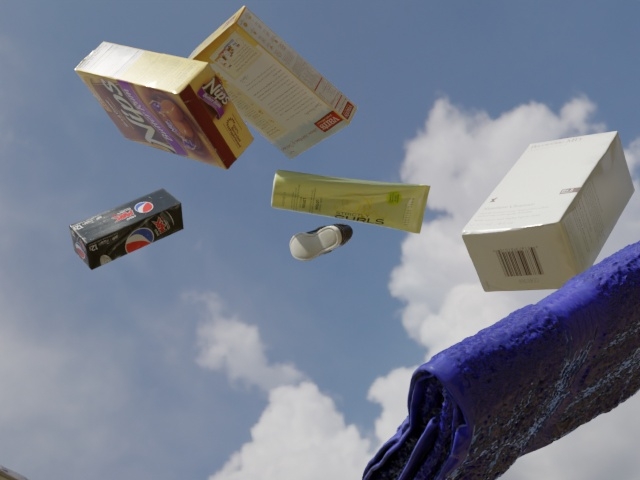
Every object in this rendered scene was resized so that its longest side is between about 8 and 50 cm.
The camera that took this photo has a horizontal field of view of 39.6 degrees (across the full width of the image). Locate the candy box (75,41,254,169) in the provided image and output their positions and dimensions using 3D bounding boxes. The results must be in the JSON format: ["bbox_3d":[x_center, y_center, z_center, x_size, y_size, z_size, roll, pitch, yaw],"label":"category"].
[{"bbox_3d":[-0.169,-0.146,0.952,0.053,0.186,0.109,-50,-45,-20],"label":"candy box"}]

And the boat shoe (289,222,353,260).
[{"bbox_3d":[0.000,0.000,1.355,0.038,0.046,0.125,-17,-5,-40],"label":"boat shoe"}]

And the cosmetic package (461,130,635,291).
[{"bbox_3d":[0.474,-0.063,1.818,0.217,0.385,0.156,-6,-61,38],"label":"cosmetic package"}]

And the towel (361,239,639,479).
[{"bbox_3d":[0.186,0.110,0.711,0.308,0.076,0.228,-25,-27,-27],"label":"towel"}]

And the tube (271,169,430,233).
[{"bbox_3d":[0.045,-0.064,1.380,0.240,0.062,0.070,8,-12,-1],"label":"tube"}]

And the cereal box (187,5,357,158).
[{"bbox_3d":[-0.081,-0.243,1.414,0.240,0.047,0.173,39,-34,-21],"label":"cereal box"}]

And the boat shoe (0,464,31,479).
[{"bbox_3d":[-0.605,0.410,1.485,0.355,0.132,0.130,37,-110,-13],"label":"boat shoe"}]

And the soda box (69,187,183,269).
[{"bbox_3d":[-0.298,-0.020,1.381,0.168,0.060,0.053,-27,-44,-31],"label":"soda box"}]
